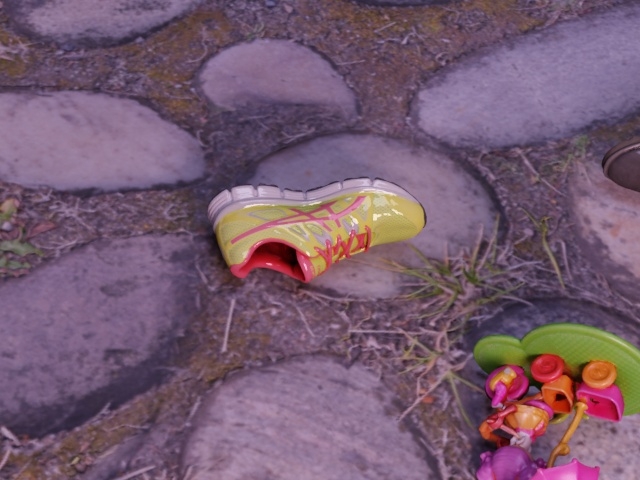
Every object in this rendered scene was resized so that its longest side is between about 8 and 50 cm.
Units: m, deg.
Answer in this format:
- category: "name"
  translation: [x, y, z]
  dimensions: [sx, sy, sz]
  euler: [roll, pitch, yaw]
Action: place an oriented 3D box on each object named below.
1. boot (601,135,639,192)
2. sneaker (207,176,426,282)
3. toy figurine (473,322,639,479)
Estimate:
- category: "boot"
  translation: [0.386, -0.007, 1.696]
  dimensions: [0.189, 0.076, 0.208]
  euler: [3, 53, -6]
- category: "sneaker"
  translation: [0.000, 0.000, 1.607]
  dimensions: [0.208, 0.081, 0.094]
  euler: [-5, 55, -7]
- category: "toy figurine"
  translation: [0.189, 0.169, 1.467]
  dimensions: [0.173, 0.130, 0.159]
  euler: [7, 52, 26]
